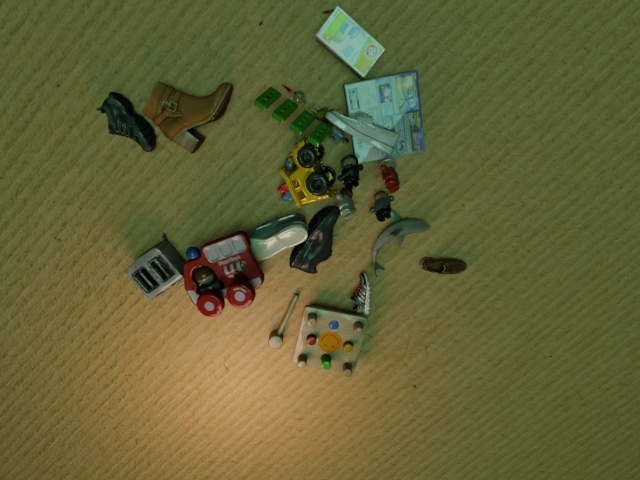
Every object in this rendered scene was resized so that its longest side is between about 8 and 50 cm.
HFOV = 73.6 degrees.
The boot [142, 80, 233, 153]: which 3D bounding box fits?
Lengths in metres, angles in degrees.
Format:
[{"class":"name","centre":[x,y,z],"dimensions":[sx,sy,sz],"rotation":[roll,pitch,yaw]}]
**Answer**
[{"class":"boot","centre":[-0.446,-0.465,1.440],"dimensions":[0.220,0.109,0.283],"rotation":[39,109,-7]}]

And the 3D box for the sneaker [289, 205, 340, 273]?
[{"class":"sneaker","centre":[0.000,0.000,1.578],"dimensions":[0.130,0.109,0.286],"rotation":[27,111,-18]}]

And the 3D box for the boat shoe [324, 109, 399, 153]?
[{"class":"boat shoe","centre":[0.139,-0.375,1.402],"dimensions":[0.258,0.095,0.084],"rotation":[22,106,-21]}]

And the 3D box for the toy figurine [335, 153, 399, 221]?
[{"class":"toy figurine","centre":[0.159,-0.181,1.470],"dimensions":[0.212,0.148,0.210],"rotation":[1,136,-2]}]

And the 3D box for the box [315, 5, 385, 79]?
[{"class":"box","centre":[0.096,-0.633,1.384],"dimensions":[0.203,0.103,0.114],"rotation":[38,103,-11]}]

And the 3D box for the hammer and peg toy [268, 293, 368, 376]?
[{"class":"hammer and peg toy","centre":[-0.015,0.373,1.660],"dimensions":[0.360,0.127,0.266],"rotation":[12,106,-4]}]

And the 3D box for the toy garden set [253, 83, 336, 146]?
[{"class":"toy garden set","centre":[-0.073,-0.421,1.418],"dimensions":[0.244,0.204,0.049],"rotation":[34,138,-2]}]

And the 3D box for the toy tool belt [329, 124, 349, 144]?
[{"class":"toy tool belt","centre":[0.058,-0.365,1.495],"dimensions":[0.051,0.052,0.083],"rotation":[-29,103,40]}]

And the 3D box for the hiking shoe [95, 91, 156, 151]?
[{"class":"hiking shoe","centre":[-0.662,-0.388,1.469],"dimensions":[0.114,0.086,0.227],"rotation":[-32,99,22]}]

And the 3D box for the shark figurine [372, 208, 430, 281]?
[{"class":"shark figurine","centre":[0.257,0.002,1.566],"dimensions":[0.166,0.116,0.278],"rotation":[42,100,-10]}]

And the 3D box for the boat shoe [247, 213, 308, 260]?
[{"class":"boat shoe","centre":[-0.189,-0.013,1.572],"dimensions":[0.319,0.099,0.116],"rotation":[-19,134,20]}]

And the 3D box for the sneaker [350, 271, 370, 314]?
[{"class":"sneaker","centre":[0.151,0.205,1.643],"dimensions":[0.074,0.063,0.171],"rotation":[-2,101,1]}]

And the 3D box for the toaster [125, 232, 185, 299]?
[{"class":"toaster","centre":[-0.601,0.103,1.587],"dimensions":[0.168,0.110,0.186],"rotation":[-34,103,8]}]

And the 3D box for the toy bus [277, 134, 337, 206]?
[{"class":"toy bus","centre":[-0.071,-0.228,1.493],"dimensions":[0.211,0.149,0.220],"rotation":[-19,104,21]}]

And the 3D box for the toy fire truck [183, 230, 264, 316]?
[{"class":"toy fire truck","centre":[-0.358,0.114,1.542],"dimensions":[0.301,0.169,0.254],"rotation":[-18,108,14]}]

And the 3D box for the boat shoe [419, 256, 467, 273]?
[{"class":"boat shoe","centre":[0.470,0.102,1.622],"dimensions":[0.177,0.060,0.064],"rotation":[4,106,-2]}]

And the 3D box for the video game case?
[{"class":"video game case","centre":[0.219,-0.418,1.460],"dimensions":[0.244,0.061,0.270],"rotation":[-9,112,3]}]
